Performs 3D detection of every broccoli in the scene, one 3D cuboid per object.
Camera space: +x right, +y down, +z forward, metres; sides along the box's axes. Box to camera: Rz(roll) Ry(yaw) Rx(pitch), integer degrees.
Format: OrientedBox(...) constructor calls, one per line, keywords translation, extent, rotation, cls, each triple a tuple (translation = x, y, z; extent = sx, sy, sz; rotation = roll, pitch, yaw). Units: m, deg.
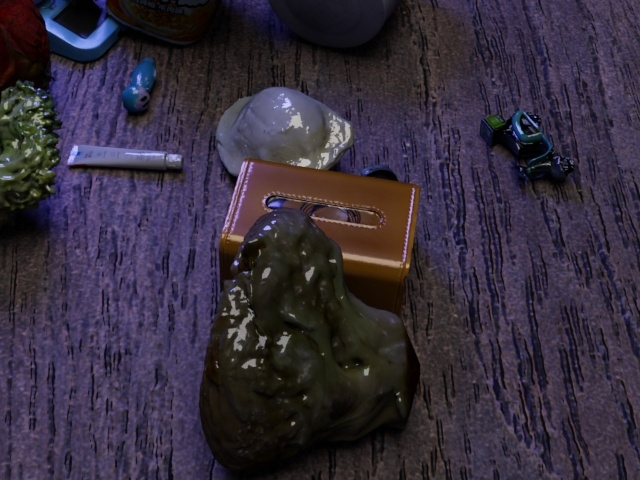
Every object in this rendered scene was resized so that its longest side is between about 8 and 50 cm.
OrientedBox(translation=(-0.528, -0.133, 1.319), extent=(0.275, 0.397, 0.353), rotation=(49, 56, 1), cls="broccoli")

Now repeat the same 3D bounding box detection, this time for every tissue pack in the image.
OrientedBox(translation=(0.000, 0.000, 1.391), extent=(0.274, 0.145, 0.194), rotation=(8, 54, 4), cls="tissue pack")

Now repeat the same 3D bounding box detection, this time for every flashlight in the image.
OrientedBox(translation=(-0.320, -0.279, 1.648), extent=(0.051, 0.051, 0.129), rotation=(4, 48, -1), cls="flashlight")

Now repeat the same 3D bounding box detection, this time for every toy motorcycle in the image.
OrientedBox(translation=(0.356, -0.157, 1.593), extent=(0.100, 0.058, 0.173), rotation=(-23, 55, -12), cls="toy motorcycle")

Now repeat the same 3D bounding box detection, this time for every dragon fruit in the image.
OrientedBox(translation=(-0.599, -0.329, 1.509), extent=(0.342, 0.277, 0.277), rotation=(4, 50, -23), cls="dragon fruit")

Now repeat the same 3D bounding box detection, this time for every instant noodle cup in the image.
OrientedBox(translation=(-0.257, -0.538, 1.665), extent=(0.293, 0.308, 0.294), rotation=(11, 53, -14), cls="instant noodle cup")

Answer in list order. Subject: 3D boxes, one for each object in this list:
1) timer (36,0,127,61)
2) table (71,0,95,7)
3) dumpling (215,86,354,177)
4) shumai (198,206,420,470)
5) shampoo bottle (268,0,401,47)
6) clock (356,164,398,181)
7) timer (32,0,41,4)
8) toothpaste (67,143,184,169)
OrientedBox(translation=(-0.476, -0.464, 1.758), extent=(0.249, 0.091, 0.232), rotation=(23, 53, 10), cls="timer")
OrientedBox(translation=(-0.444, -0.483, 1.691), extent=(0.070, 0.083, 0.082), rotation=(-9, 59, 25), cls="table")
OrientedBox(translation=(-0.078, -0.165, 1.529), extent=(0.252, 0.131, 0.179), rotation=(22, 66, 25), cls="dumpling")
OrientedBox(translation=(0.000, 0.148, 1.206), extent=(0.283, 0.217, 0.346), rotation=(16, 80, 1), cls="shumai")
OrientedBox(translation=(0.042, -0.522, 1.721), extent=(0.272, 0.273, 0.266), rotation=(16, 62, 8), cls="shampoo bottle")
OrientedBox(translation=(0.085, -0.086, 1.500), extent=(0.085, 0.085, 0.017), rotation=(-16, 47, -16), cls="clock")
OrientedBox(translation=(-0.599, -0.503, 1.674), extent=(0.208, 0.069, 0.191), rotation=(-12, 66, -24), cls="timer")
OrientedBox(translation=(-0.324, -0.137, 1.548), extent=(0.190, 0.031, 0.048), rotation=(4, 54, 3), cls="toothpaste")
